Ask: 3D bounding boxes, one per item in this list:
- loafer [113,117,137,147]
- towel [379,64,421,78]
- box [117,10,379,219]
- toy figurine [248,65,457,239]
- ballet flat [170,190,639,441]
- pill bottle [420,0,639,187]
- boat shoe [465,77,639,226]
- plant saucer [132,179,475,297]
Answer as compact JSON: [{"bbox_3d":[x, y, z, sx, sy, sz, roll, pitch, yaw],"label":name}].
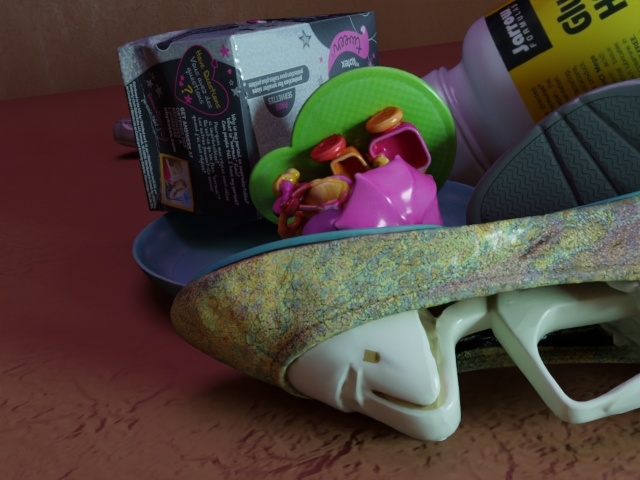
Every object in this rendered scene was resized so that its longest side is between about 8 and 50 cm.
[{"bbox_3d":[-0.188,-0.219,1.186,0.320,0.111,0.112,-12,20,-20],"label":"loafer"},{"bbox_3d":[0.181,-0.221,1.075,0.237,0.021,0.102,16,1,1],"label":"towel"},{"bbox_3d":[-0.051,-0.136,0.708,0.142,0.163,0.247,5,22,31],"label":"box"},{"bbox_3d":[0.019,-0.027,0.492,0.173,0.130,0.159,-23,25,15],"label":"toy figurine"},{"bbox_3d":[0.089,0.046,0.375,0.349,0.123,0.123,-10,19,3],"label":"ballet flat"},{"bbox_3d":[0.263,-0.174,0.693,0.334,0.187,0.188,-28,11,22],"label":"pill bottle"},{"bbox_3d":[0.252,-0.067,0.483,0.320,0.118,0.103,-33,-16,9],"label":"boat shoe"},{"bbox_3d":[0.000,0.000,0.618,0.318,0.043,0.317,-4,19,1],"label":"plant saucer"}]
